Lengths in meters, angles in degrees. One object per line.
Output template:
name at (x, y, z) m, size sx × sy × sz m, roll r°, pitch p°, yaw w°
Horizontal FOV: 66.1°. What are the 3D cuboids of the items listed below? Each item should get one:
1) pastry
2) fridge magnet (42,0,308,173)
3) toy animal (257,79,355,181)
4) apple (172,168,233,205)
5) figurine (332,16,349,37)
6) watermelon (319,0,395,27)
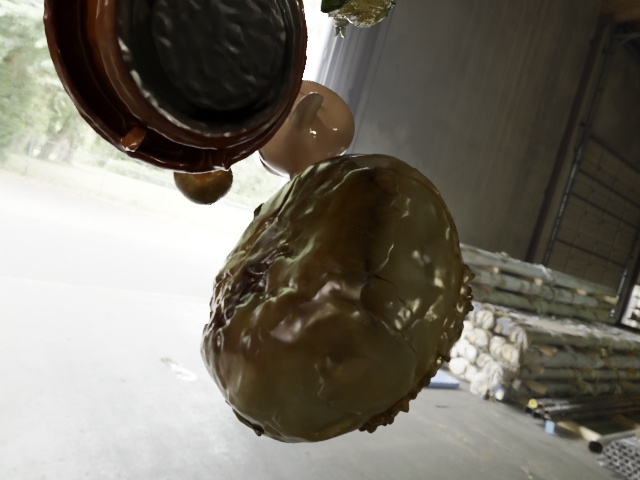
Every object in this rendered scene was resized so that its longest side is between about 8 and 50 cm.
pastry at (0.022, 0.073, 0.680) m, size 0.245 × 0.410 × 0.409 m, roll 38°, pitch -9°, yaw -30°
fridge magnet at (-0.162, -0.267, 0.653) m, size 0.363 × 0.364 × 0.155 m, roll 13°, pitch 9°, yaw -40°
toy animal at (-0.047, -0.223, 0.970) m, size 0.212 × 0.195 × 0.256 m, roll 15°, pitch 32°, yaw 21°
apple at (-0.243, -0.137, 1.025) m, size 0.125 × 0.126 × 0.102 m, roll 15°, pitch -27°, yaw -13°
figurine at (0.049, -0.632, 1.349) m, size 0.081 × 0.146 × 0.098 m, roll 17°, pitch 30°, yaw 19°
watermelon at (0.090, -0.542, 1.091) m, size 0.123 × 0.129 × 0.301 m, roll 42°, pitch 27°, yaw 8°
